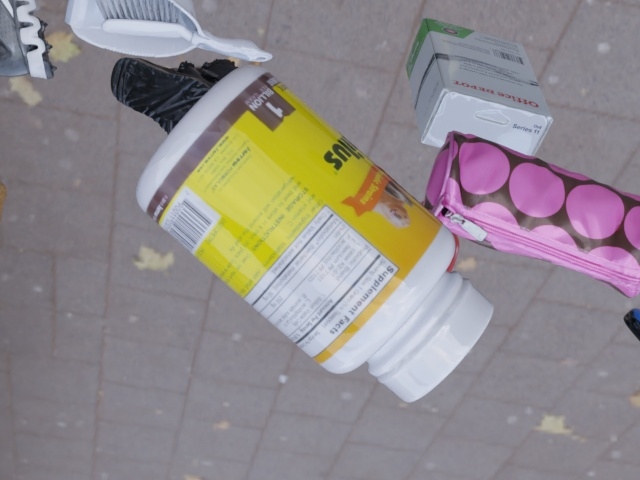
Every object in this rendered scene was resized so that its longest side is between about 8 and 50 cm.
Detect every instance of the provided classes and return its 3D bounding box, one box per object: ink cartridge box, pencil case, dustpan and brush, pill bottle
[{"bbox_3d":[0.204,-0.197,1.335,0.153,0.208,0.087,13,125,-11],"label":"ink cartridge box"},{"bbox_3d":[0.191,-0.017,0.864,0.209,0.098,0.095,17,118,-2],"label":"pencil case"},{"bbox_3d":[-0.153,-0.224,1.050,0.211,0.060,0.147,3,160,-19],"label":"dustpan and brush"},{"bbox_3d":[0.000,0.000,0.625,0.215,0.117,0.117,41,135,-2],"label":"pill bottle"}]

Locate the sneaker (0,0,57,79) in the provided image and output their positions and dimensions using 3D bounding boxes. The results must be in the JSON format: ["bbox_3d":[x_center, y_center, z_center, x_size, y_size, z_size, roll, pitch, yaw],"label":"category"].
[{"bbox_3d":[-0.358,-0.284,1.084,0.106,0.078,0.234,-10,100,-9],"label":"sneaker"}]

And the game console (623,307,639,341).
[{"bbox_3d":[0.452,0.242,1.221,0.293,0.250,0.173,19,119,-48],"label":"game console"}]

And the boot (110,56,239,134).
[{"bbox_3d":[-0.146,-0.194,1.425,0.246,0.207,0.094,30,113,32],"label":"boot"}]

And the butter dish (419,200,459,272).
[{"bbox_3d":[0.121,0.037,1.311,0.118,0.160,0.160,42,144,-14],"label":"butter dish"}]

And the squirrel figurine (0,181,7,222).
[{"bbox_3d":[-0.556,0.059,0.935,0.281,0.370,0.397,36,121,15],"label":"squirrel figurine"}]
